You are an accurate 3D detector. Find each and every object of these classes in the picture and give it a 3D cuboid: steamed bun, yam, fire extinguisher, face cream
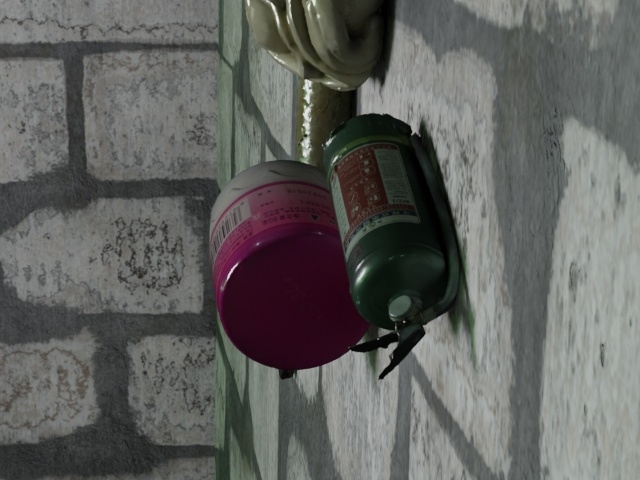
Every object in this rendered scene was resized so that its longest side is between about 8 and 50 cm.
[{"bbox_3d":[-0.011,-0.268,1.751,0.218,0.144,0.211,-116,27,-70],"label":"steamed bun"},{"bbox_3d":[0.004,-0.147,1.927,0.068,0.068,0.169,-124,34,-76],"label":"yam"},{"bbox_3d":[0.063,0.002,1.445,0.093,0.118,0.294,52,-164,-35],"label":"fire extinguisher"},{"bbox_3d":[-0.035,0.023,1.832,0.195,0.175,0.175,-104,16,-59],"label":"face cream"}]

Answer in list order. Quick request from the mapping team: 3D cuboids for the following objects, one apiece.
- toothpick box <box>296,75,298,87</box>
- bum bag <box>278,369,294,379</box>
[{"bbox_3d":[-0.009,-0.228,2.064,0.052,0.052,0.083,102,163,-57],"label":"toothpick box"},{"bbox_3d":[-0.045,0.119,2.472,0.109,0.026,0.159,-100,17,-47],"label":"bum bag"}]
